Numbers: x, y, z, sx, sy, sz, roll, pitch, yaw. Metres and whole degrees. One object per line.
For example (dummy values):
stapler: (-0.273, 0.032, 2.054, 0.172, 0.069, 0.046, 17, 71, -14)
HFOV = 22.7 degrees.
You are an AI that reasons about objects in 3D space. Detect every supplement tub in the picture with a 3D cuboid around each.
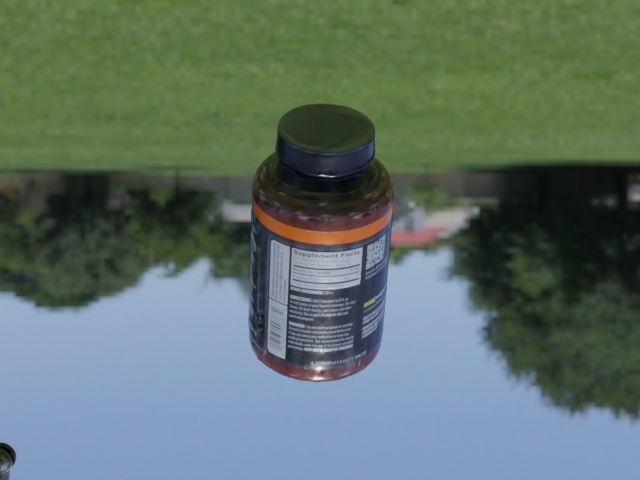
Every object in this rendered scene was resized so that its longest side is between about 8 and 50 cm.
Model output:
supplement tub: (0.000, 0.000, 1.177, 0.106, 0.198, 0.106, 2, -146, -2)

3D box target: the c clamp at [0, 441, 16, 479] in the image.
c clamp: (-0.252, 0.205, 1.172, 0.022, 0.137, 0.161, 11, -159, 3)
